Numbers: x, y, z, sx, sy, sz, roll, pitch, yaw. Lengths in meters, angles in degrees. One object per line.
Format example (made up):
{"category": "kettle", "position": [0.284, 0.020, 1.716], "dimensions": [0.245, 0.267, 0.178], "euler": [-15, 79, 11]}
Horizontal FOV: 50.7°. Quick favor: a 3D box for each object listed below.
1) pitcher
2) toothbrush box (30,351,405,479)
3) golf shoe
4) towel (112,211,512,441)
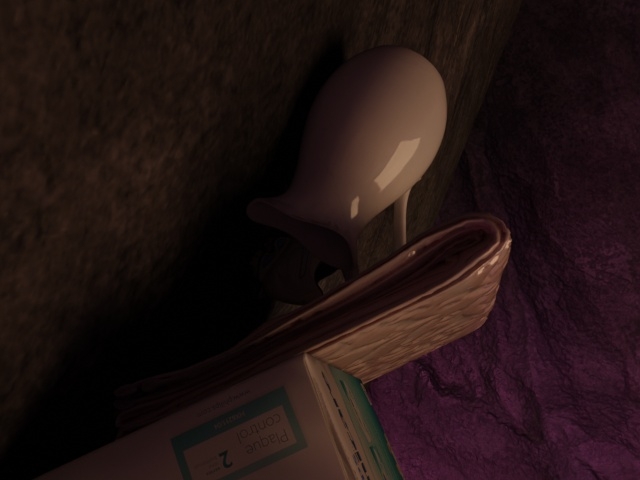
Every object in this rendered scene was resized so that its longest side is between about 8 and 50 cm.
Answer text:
{"category": "pitcher", "position": [0.049, -0.063, 0.642], "dimensions": [0.178, 0.125, 0.207], "euler": [45, 66, -35]}
{"category": "toothbrush box", "position": [-0.057, 0.193, 0.493], "dimensions": [0.216, 0.126, 0.295], "euler": [-26, 164, 3]}
{"category": "golf shoe", "position": [0.000, 0.000, 0.699], "dimensions": [0.069, 0.086, 0.176], "euler": [90, 25, -52]}
{"category": "towel", "position": [0.016, 0.098, 0.618], "dimensions": [0.317, 0.053, 0.332], "euler": [-26, 163, 4]}
